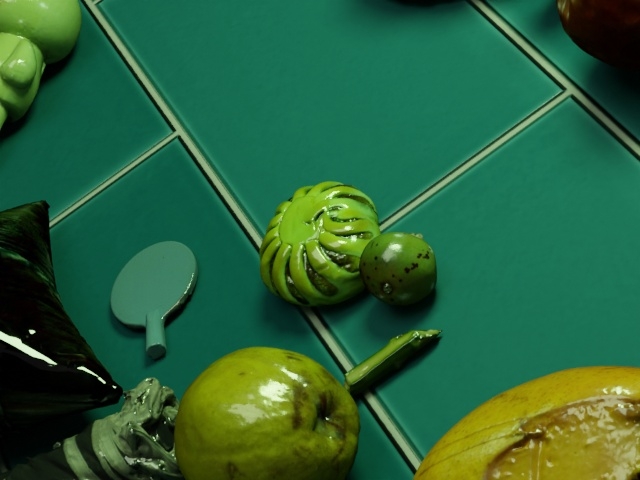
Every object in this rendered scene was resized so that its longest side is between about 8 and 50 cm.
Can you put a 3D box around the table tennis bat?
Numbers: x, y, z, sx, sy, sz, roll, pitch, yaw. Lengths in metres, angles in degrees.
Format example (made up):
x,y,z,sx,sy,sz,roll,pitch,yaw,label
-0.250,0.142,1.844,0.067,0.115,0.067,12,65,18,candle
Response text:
x,y,z,sx,sy,sz,roll,pitch,yaw,label
-0.167,0.058,1.925,0.100,0.019,0.155,-24,39,13,table tennis bat

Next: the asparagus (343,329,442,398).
x,y,z,sx,sy,sz,roll,pitch,yaw,label
0.062,0.106,1.715,0.108,0.021,0.025,-35,39,0,asparagus

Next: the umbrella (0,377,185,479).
x,y,z,sx,sy,sz,roll,pitch,yaw,label
-0.265,0.245,1.767,0.358,0.106,0.113,-26,30,22,umbrella

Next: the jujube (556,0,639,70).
x,y,z,sx,sy,sz,roll,pitch,yaw,label
0.341,-0.257,1.762,0.255,0.190,0.190,-13,43,7,jujube

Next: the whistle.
x,y,z,sx,sy,sz,roll,pitch,yaw,label
-0.382,-0.213,2.250,0.141,0.141,0.294,6,55,38,whistle

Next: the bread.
x,y,z,sx,sy,sz,roll,pitch,yaw,label
0.000,0.000,1.827,0.130,0.071,0.139,-15,44,29,bread

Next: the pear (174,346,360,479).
x,y,z,sx,sy,sz,roll,pitch,yaw,label
-0.047,0.165,1.638,0.162,0.149,0.149,-6,47,36,pear

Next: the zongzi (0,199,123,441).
x,y,z,sx,sy,sz,roll,pitch,yaw,label
-0.390,0.077,1.927,0.384,0.319,0.362,-11,32,1,zongzi

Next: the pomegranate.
x,y,z,sx,sy,sz,roll,pitch,yaw,label
0.069,0.022,1.759,0.073,0.073,0.084,-32,30,4,pomegranate

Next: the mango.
x,y,z,sx,sy,sz,roll,pitch,yaw,label
0.180,0.179,1.485,0.252,0.126,0.153,-20,53,28,mango
